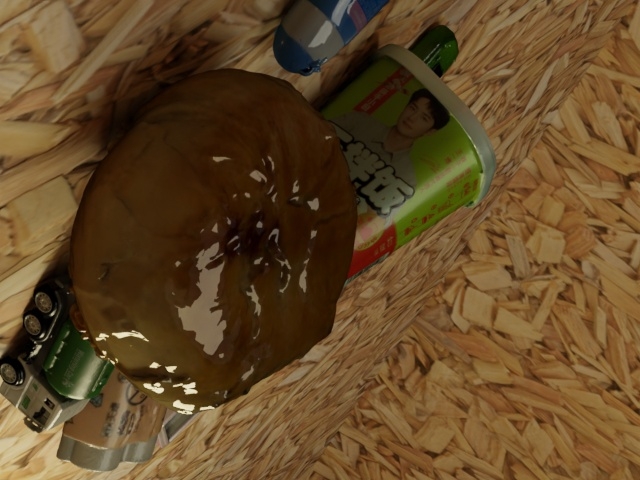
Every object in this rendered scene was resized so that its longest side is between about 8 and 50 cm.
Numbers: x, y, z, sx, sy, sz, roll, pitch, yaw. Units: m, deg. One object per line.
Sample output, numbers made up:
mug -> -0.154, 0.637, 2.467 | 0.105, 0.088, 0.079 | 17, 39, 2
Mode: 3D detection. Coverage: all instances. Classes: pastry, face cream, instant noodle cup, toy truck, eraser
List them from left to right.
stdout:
toy truck -> -0.313, 0.133, 1.866 | 0.101, 0.125, 0.242 | -32, 159, -53
eraser -> -0.256, 0.167, 2.017 | 0.171, 0.087, 0.290 | -3, 115, -54
pastry -> -0.131, -0.006, 1.702 | 0.409, 0.245, 0.410 | -27, 124, -50
face cream -> 0.040, -0.314, 1.840 | 0.264, 0.083, 0.149 | -48, 166, -5
instant noodle cup -> 0.062, -0.090, 2.202 | 0.308, 0.294, 0.294 | -38, 164, -15

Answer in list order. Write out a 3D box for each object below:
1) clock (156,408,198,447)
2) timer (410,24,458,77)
clock -> -0.237, 0.266, 2.605 | 0.197, 0.063, 0.150 | -45, 167, -17
timer -> 0.175, -0.288, 2.419 | 0.128, 0.047, 0.140 | -48, 167, -3
